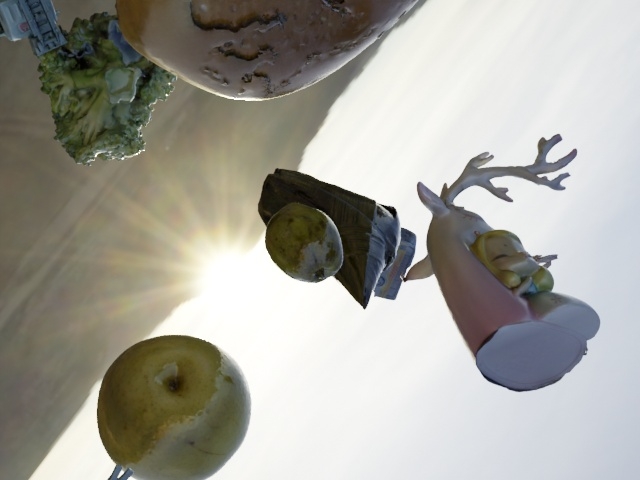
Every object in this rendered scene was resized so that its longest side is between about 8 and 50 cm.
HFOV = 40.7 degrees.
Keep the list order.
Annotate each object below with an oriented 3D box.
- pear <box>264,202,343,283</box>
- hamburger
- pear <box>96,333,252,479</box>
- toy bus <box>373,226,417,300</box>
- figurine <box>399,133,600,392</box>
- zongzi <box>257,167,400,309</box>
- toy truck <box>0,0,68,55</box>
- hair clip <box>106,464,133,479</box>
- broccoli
[{"bbox_3d":[-0.025,0.005,1.258,0.107,0.107,0.131,-49,-129,20],"label":"pear"},{"bbox_3d":[-0.036,-0.274,0.801,0.304,0.284,0.174,-35,-123,28],"label":"hamburger"},{"bbox_3d":[-0.318,0.373,1.895,0.348,0.348,0.348,-51,-172,10],"label":"pear"},{"bbox_3d":[0.169,0.055,1.998,0.064,0.075,0.191,-72,180,-50],"label":"toy bus"},{"bbox_3d":[0.243,0.029,1.129,0.206,0.284,0.316,106,-31,-44],"label":"figurine"},{"bbox_3d":[0.000,0.000,1.561,0.300,0.286,0.138,-66,177,-57],"label":"zongzi"},{"bbox_3d":[-0.588,-0.507,1.619,0.133,0.338,0.184,-29,-138,-22],"label":"toy truck"},{"bbox_3d":[-0.306,0.347,1.197,0.115,0.030,0.039,-45,-134,16],"label":"hair clip"},{"bbox_3d":[-0.478,-0.338,1.898,0.281,0.293,0.348,0,-113,62],"label":"broccoli"}]
